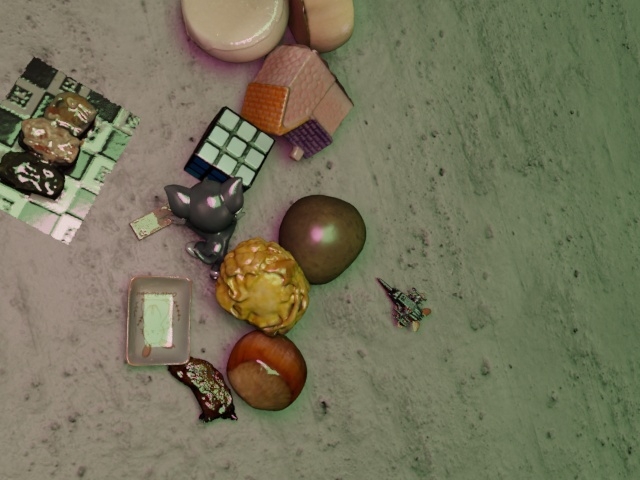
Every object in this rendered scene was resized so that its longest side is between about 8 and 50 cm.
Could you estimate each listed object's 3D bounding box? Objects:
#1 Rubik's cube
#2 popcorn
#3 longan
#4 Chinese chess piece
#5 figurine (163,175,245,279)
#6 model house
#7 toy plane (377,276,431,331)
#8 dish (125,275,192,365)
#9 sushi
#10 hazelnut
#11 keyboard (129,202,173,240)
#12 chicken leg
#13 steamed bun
[{"bbox_3d":[-0.236,-0.218,1.531,0.162,0.160,0.163,31,72,-17],"label":"Rubik's cube"},{"bbox_3d":[-0.145,0.110,1.461,0.250,0.250,0.190,47,35,-11],"label":"popcorn"},{"bbox_3d":[0.000,0.000,1.584,0.245,0.215,0.246,-2,110,-6],"label":"longan"},{"bbox_3d":[-0.025,-0.672,1.593,0.140,0.338,0.338,-18,90,-6],"label":"Chinese chess piece"},{"bbox_3d":[-0.285,-0.031,1.473,0.192,0.140,0.266,3,97,-1],"label":"figurine"},{"bbox_3d":[-0.080,-0.357,1.602,0.237,0.202,0.237,-57,138,-11],"label":"model house"},{"bbox_3d":[0.237,0.173,1.738,0.189,0.061,0.130,46,69,-12],"label":"toy plane"},{"bbox_3d":[-0.396,0.194,1.452,0.151,0.077,0.213,3,81,-25],"label":"dish"},{"bbox_3d":[-0.630,-0.226,1.394,0.296,0.100,0.373,30,72,-17],"label":"sushi"},{"bbox_3d":[-0.130,0.321,1.500,0.214,0.176,0.215,24,56,-40],"label":"hazelnut"},{"bbox_3d":[-0.400,-0.059,1.518,0.165,0.017,0.055,-32,91,-24],"label":"keyboard"},{"bbox_3d":[-0.289,0.366,1.484,0.105,0.063,0.234,-34,95,-28],"label":"chicken leg"},{"bbox_3d":[-0.220,-0.601,1.571,0.282,0.177,0.283,0,88,1],"label":"steamed bun"}]
